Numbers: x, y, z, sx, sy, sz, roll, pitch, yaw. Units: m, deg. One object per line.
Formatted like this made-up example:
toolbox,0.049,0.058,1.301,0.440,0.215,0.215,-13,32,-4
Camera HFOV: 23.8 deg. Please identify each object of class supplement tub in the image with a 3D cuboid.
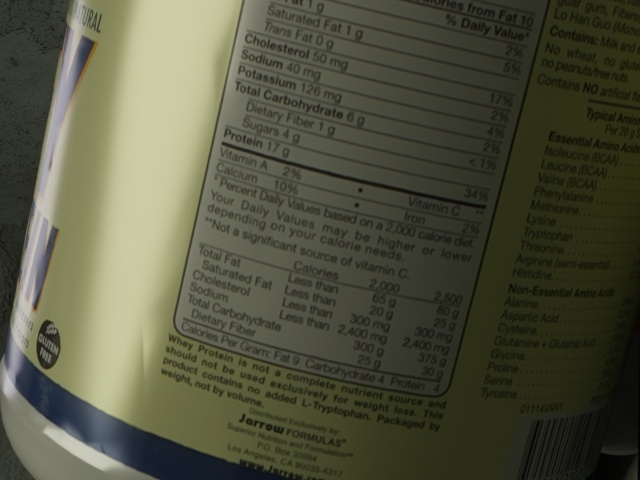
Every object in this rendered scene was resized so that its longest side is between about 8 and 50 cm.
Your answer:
supplement tub,0.020,-0.057,0.570,0.235,0.235,0.325,-132,53,-71

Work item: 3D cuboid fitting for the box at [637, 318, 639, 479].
box,0.201,0.073,0.434,0.318,0.097,0.395,131,146,-69

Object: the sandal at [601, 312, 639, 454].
sandal,0.127,0.001,0.747,0.076,0.102,0.265,90,171,-50
